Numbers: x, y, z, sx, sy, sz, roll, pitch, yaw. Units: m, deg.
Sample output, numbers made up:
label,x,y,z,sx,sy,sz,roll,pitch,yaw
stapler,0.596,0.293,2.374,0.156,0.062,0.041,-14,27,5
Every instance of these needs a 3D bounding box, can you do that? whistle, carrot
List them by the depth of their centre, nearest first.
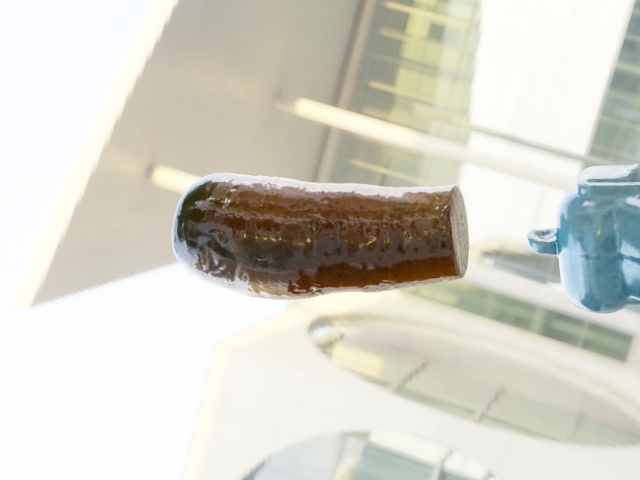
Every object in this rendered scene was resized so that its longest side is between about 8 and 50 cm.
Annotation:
label,x,y,z,sx,sy,sz,roll,pitch,yaw
whistle,0.258,-0.002,0.787,0.186,0.274,0.093,-48,-47,-59
carrot,0.000,0.000,0.880,0.087,0.193,0.087,6,-90,-78
